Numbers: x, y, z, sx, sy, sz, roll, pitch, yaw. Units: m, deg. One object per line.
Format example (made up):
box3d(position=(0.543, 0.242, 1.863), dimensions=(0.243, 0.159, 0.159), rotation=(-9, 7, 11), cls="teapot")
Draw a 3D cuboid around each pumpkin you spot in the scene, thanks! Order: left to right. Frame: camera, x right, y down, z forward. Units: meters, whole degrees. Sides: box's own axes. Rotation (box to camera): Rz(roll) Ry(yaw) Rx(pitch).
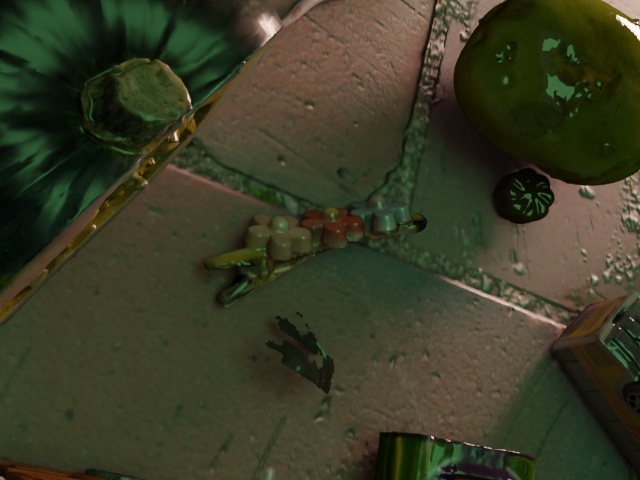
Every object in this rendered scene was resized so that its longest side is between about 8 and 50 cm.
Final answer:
box3d(position=(-0.188, -0.094, 0.564), dimensions=(0.197, 0.263, 0.293), rotation=(45, 59, -10), cls="pumpkin")

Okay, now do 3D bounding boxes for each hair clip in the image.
box3d(position=(-0.001, -0.006, 0.769), dimensions=(0.214, 0.062, 0.056), rotation=(-22, 121, -26), cls="hair clip")

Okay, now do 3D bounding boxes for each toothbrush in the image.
box3d(position=(0.001, -0.218, 0.832), dimensions=(0.269, 0.021, 0.027), rotation=(-28, 99, -31), cls="toothbrush")

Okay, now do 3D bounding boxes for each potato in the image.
box3d(position=(0.239, -0.145, 0.870), dimensions=(0.253, 0.148, 0.186), rotation=(-10, 64, -37), cls="potato")

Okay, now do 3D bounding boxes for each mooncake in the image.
box3d(position=(0.088, 0.023, 0.818), dimensions=(0.150, 0.057, 0.347), rotation=(39, 57, -2), cls="mooncake")

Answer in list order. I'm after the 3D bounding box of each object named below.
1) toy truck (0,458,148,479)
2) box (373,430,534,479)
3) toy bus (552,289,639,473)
box3d(position=(-0.163, 0.208, 0.569), dimensions=(0.305, 0.162, 0.136), rotation=(18, 72, -25), cls="toy truck")
box3d(position=(0.087, 0.335, 0.723), dimensions=(0.134, 0.097, 0.345), rotation=(14, 73, -18), cls="box")
box3d(position=(0.339, 0.179, 0.890), dimensions=(0.092, 0.106, 0.268), rotation=(-41, 98, -29), cls="toy bus")
